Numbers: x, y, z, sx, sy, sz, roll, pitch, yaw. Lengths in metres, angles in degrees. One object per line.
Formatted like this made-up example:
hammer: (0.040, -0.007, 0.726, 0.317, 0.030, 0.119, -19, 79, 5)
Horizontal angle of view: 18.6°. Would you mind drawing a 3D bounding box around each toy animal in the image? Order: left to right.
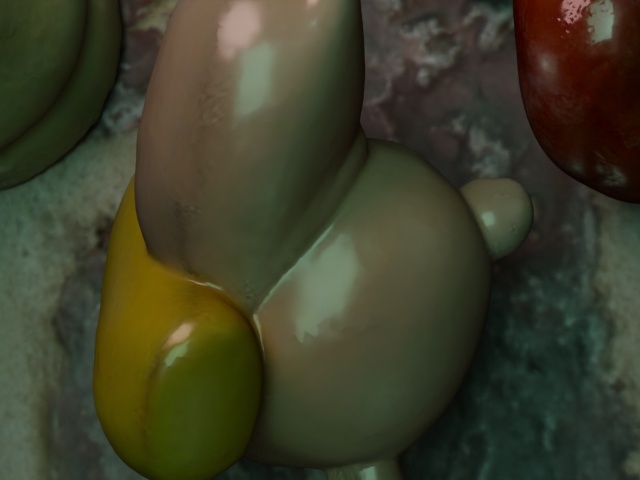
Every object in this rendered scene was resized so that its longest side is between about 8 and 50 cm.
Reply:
toy animal: (-0.003, -0.005, 1.218, 0.247, 0.277, 0.345, 11, 90, -10)

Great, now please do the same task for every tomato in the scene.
tomato: (0.192, -0.113, 1.203, 0.151, 0.187, 0.187, 20, 81, 58)

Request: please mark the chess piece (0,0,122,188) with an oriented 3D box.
chess piece: (-0.310, -0.188, 1.218, 0.234, 0.442, 0.234, -4, 75, 16)
